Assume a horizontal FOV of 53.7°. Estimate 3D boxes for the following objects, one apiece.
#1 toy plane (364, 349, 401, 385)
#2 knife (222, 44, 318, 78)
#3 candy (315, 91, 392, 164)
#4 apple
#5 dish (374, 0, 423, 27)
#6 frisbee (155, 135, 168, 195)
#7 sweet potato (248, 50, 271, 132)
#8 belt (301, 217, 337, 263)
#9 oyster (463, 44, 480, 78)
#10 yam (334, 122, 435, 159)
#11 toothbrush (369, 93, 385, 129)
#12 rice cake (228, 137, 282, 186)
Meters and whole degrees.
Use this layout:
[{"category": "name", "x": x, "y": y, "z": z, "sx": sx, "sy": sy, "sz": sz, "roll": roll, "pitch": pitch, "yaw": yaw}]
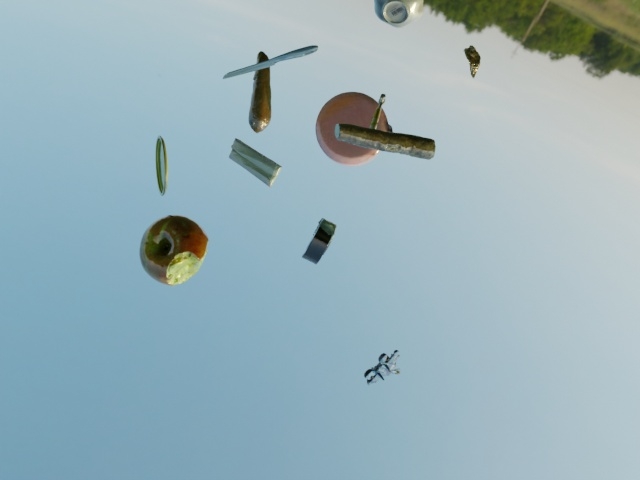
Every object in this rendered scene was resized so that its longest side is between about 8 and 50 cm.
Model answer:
[{"category": "toy plane", "x": 0.248, "y": 0.467, "z": 2.331, "sx": 0.078, "sy": 0.169, "sz": 0.246, "roll": 42, "pitch": -170, "yaw": 22}, {"category": "knife", "x": -0.148, "y": -0.509, "z": 1.815, "sx": 0.312, "sy": 0.019, "sz": 0.044, "roll": -11, "pitch": 173, "yaw": 20}, {"category": "candy", "x": 0.112, "y": -0.368, "z": 2.104, "sx": 0.255, "sy": 0.255, "sz": 0.094, "roll": 27, "pitch": -178, "yaw": 4}, {"category": "apple", "x": -0.488, "y": 0.036, "z": 2.175, "sx": 0.246, "sy": 0.246, "sz": 0.226, "roll": 37, "pitch": -176, "yaw": 23}, {"category": "dish", "x": 0.268, "y": -0.814, "z": 2.215, "sx": 0.190, "sy": 0.191, "sz": 0.066, "roll": 21, "pitch": -126, "yaw": -8}, {"category": "frisbee", "x": -0.619, "y": -0.291, "z": 2.467, "sx": 0.017, "sy": 0.236, "sz": 0.236, "roll": -3, "pitch": -145, "yaw": -22}, {"category": "sweet potato", "x": -0.197, "y": -0.494, "z": 2.097, "sx": 0.075, "sy": 0.274, "sz": 0.075, "roll": 3, "pitch": -179, "yaw": 0}, {"category": "belt", "x": 0.000, "y": 0.000, "z": 2.456, "sx": 0.078, "sy": 0.198, "sz": 0.151, "roll": 27, "pitch": -137, "yaw": -2}, {"category": "oyster", "x": 0.459, "y": -0.536, "z": 1.891, "sx": 0.051, "sy": 0.093, "sz": 0.034, "roll": -35, "pitch": -158, "yaw": -31}, {"category": "yam", "x": 0.166, "y": -0.254, "z": 1.615, "sx": 0.273, "sy": 0.061, "sz": 0.061, "roll": 6, "pitch": -150, "yaw": -20}, {"category": "toothbrush", "x": 0.170, "y": -0.381, "z": 1.878, "sx": 0.021, "sy": 0.024, "sz": 0.288, "roll": 11, "pitch": -147, "yaw": 6}, {"category": "rice cake", "x": -0.227, "y": -0.266, "z": 2.153, "sx": 0.221, "sy": 0.080, "sz": 0.042, "roll": 35, "pitch": -164, "yaw": 26}]
